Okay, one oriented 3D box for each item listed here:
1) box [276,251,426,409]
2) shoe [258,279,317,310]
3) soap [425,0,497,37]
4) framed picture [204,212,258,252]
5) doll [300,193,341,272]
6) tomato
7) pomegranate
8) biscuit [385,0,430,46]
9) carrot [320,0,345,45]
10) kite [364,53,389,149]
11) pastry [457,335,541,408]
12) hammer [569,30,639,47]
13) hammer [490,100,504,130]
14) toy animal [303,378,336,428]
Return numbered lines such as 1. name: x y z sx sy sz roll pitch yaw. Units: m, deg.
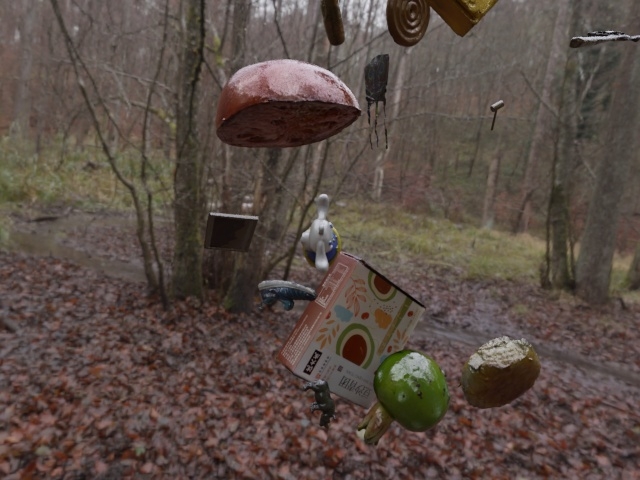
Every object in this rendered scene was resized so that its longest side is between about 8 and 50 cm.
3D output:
1. box: 0.108 0.286 1.456 0.344 0.385 0.122 35 -7 -32
2. shoe: -0.079 0.131 1.094 0.142 0.071 0.064 3 -4 7
3. soap: 0.335 -0.712 1.190 0.324 0.204 0.096 42 -10 -8
4. framed picture: -0.368 -0.028 1.875 0.192 0.018 0.265 5 -31 -15
5. doll: -0.011 -0.027 1.877 0.159 0.311 0.242 1 -3 19
6. tomato: -0.088 -0.322 1.072 0.337 0.144 0.338 -7 -6 -1
7. pomegranate: 0.229 0.457 1.341 0.236 0.301 0.236 53 1 -1
8. biscuit: 0.357 -0.911 1.849 0.261 0.262 0.037 4 12 -43
9. carrot: 0.024 -0.808 1.493 0.070 0.343 0.070 -9 33 6
10. kite: 0.173 -0.419 1.422 0.015 0.286 0.152 -6 5 -22
11. pastry: 0.544 0.405 1.416 0.256 0.236 0.121 -21 39 -3
12. hammer: 0.701 -0.506 1.168 0.297 0.027 0.125 -25 36 -38
13. hammer: 0.511 -0.359 1.354 0.019 0.035 0.110 56 -6 30
14. toy animal: 0.003 0.419 1.182 0.064 0.136 0.047 -16 3 0
